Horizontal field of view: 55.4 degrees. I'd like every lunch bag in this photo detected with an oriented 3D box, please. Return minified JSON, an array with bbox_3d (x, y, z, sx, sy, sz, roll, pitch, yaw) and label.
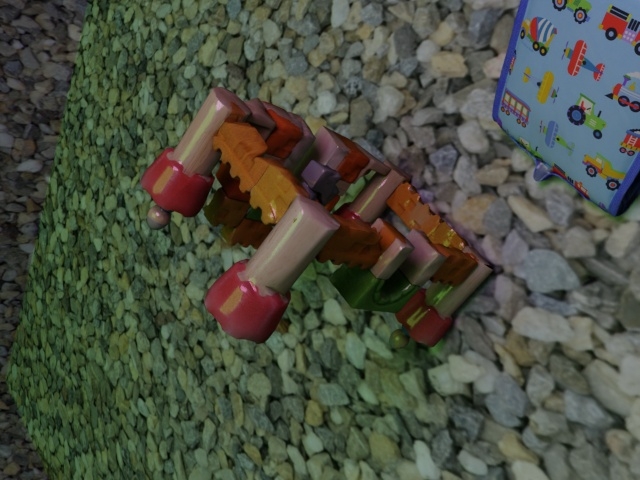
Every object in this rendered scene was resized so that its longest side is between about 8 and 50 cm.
[{"bbox_3d":[0.326,-0.183,0.733,0.221,0.138,0.293,48,143,31],"label":"lunch bag"}]

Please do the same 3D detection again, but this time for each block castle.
[{"bbox_3d":[0.000,0.000,0.847,0.213,0.453,0.303,-52,54,21],"label":"block castle"}]
